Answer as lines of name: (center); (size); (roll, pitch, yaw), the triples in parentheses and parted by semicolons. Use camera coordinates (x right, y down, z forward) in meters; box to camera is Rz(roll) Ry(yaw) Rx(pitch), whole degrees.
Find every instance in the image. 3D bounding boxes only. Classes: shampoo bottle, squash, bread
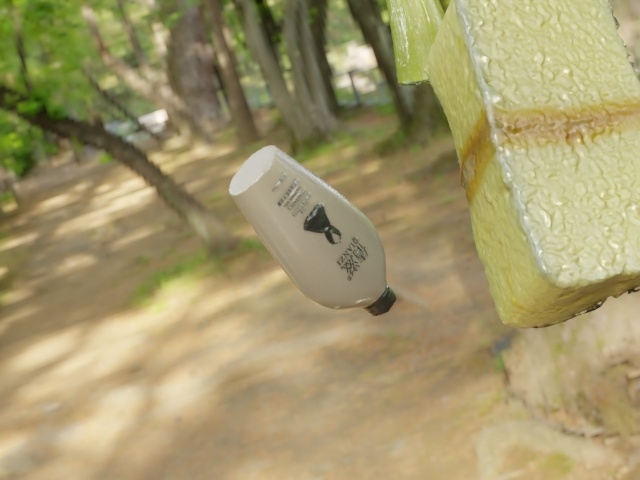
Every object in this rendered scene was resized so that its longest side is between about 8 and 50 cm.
shampoo bottle: (0.000, 0.000, 1.694); (0.078, 0.257, 0.127); (2, 52, 55)
squash: (0.125, -0.330, 1.954); (0.094, 0.224, 0.094); (-17, 8, 2)
bread: (0.171, -0.074, 1.102); (0.178, 0.266, 0.141); (-30, -22, 35)
